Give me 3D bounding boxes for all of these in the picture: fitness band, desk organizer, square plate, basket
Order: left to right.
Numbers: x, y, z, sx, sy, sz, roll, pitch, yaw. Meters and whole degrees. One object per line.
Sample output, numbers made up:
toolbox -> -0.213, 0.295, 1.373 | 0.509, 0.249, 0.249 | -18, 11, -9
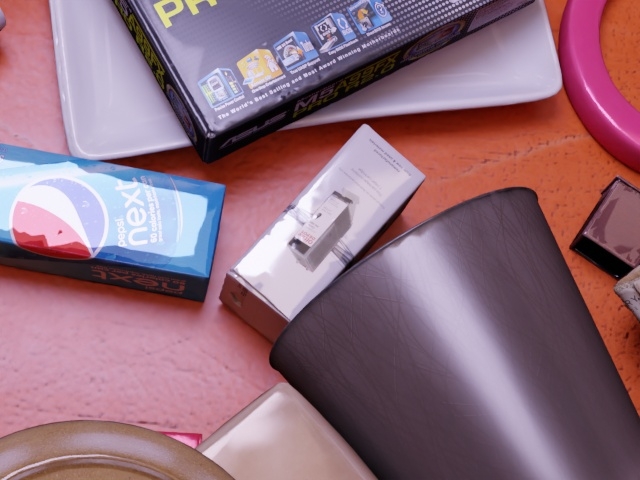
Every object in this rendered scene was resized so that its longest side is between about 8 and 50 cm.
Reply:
square plate -> -0.029, -0.235, 1.196 | 0.347, 0.049, 0.344 | -8, 76, -9
basket -> 0.109, 0.114, 1.039 | 0.204, 0.154, 0.227 | -32, 68, 1
desk organizer -> 0.243, 0.015, 1.163 | 0.130, 0.047, 0.050 | 34, 76, 3
fitness band -> 0.315, -0.151, 1.215 | 0.291, 0.054, 0.209 | -15, 80, -9

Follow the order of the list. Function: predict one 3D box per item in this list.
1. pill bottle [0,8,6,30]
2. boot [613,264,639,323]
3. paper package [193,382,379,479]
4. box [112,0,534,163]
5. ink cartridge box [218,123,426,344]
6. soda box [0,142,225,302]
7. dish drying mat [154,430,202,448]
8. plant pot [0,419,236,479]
pill bottle -> -0.294, -0.115, 1.109 | 0.094, 0.094, 0.169 | 44, 74, 6
boot -> 0.248, 0.114, 1.089 | 0.262, 0.095, 0.203 | -42, 93, -5
paper package -> -0.032, 0.305, 0.986 | 0.309, 0.168, 0.325 | -39, 80, -16
box -> -0.012, -0.206, 1.133 | 0.270, 0.060, 0.216 | -27, 80, -12
ink cartridge box -> 0.000, 0.000, 1.110 | 0.056, 0.099, 0.135 | 41, 76, 4
soda box -> -0.172, -0.016, 1.109 | 0.210, 0.071, 0.067 | 10, 74, -4
dish drying mat -> -0.121, 0.141, 1.106 | 0.083, 0.008, 0.032 | 3, 74, -6
plant pot -> -0.123, 0.208, 0.891 | 0.236, 0.032, 0.236 | 4, 71, -11
